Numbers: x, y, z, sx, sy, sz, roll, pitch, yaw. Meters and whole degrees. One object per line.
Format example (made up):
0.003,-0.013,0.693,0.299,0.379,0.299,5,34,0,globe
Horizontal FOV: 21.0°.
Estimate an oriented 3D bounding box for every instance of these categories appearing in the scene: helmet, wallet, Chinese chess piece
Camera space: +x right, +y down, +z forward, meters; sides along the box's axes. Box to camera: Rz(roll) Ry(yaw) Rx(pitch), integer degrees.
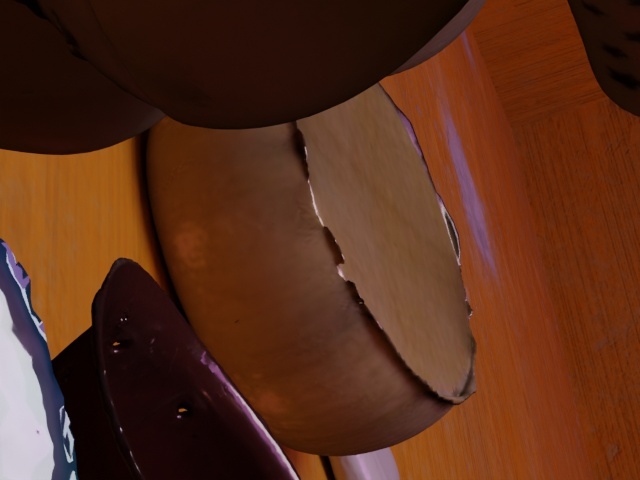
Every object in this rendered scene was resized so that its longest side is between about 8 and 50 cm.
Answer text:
-0.072,0.104,0.601,0.155,0.106,0.175,-74,139,-75,helmet
0.012,0.106,1.178,0.095,0.033,0.190,-49,120,-75,wallet
0.000,0.000,1.023,0.257,0.104,0.257,54,22,-34,Chinese chess piece

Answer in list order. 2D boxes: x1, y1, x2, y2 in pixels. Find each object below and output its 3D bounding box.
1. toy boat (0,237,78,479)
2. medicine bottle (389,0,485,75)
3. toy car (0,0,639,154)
-0.164,0.074,0.284,0.215,0.123,0.330,62,25,-11,toy boat
0.029,-0.248,1.005,0.406,0.236,0.235,117,-43,-80,medicine bottle
-0.037,-0.118,0.527,0.242,0.336,0.226,48,29,-64,toy car
